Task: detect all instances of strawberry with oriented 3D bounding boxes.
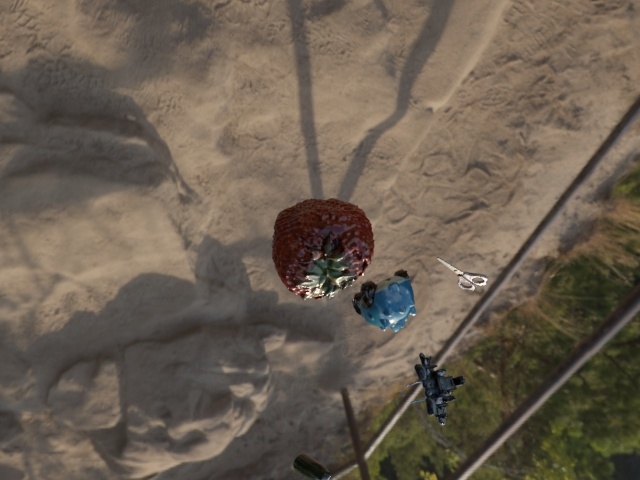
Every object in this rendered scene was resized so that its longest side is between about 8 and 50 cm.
[{"bbox_3d":[0.000,0.000,1.562,0.312,0.351,0.267,-23,131,-3],"label":"strawberry"}]

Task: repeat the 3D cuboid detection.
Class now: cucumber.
[{"bbox_3d":[-0.018,0.593,1.333,0.048,0.105,0.048,-14,109,-47],"label":"cucumber"}]

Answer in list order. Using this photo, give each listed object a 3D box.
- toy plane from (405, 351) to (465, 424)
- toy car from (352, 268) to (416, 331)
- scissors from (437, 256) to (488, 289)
[{"bbox_3d":[0.299,0.349,1.247,0.246,0.169,0.078,7,151,-45],"label":"toy plane"},{"bbox_3d":[0.238,0.228,1.828,0.188,0.190,0.255,-19,163,-19],"label":"toy car"},{"bbox_3d":[0.413,0.095,1.540,0.189,0.015,0.100,33,142,-23],"label":"scissors"}]
